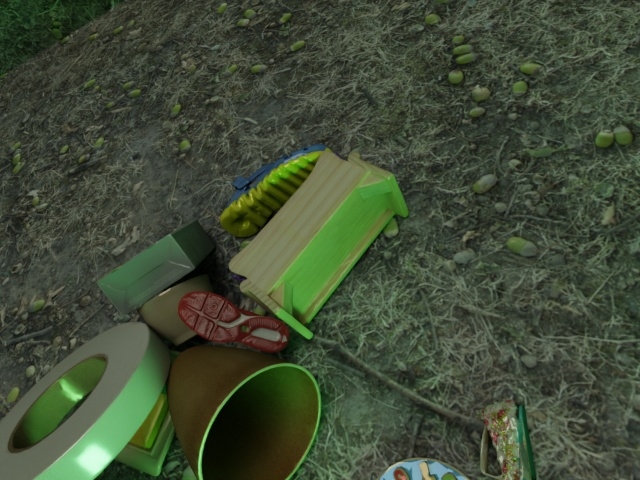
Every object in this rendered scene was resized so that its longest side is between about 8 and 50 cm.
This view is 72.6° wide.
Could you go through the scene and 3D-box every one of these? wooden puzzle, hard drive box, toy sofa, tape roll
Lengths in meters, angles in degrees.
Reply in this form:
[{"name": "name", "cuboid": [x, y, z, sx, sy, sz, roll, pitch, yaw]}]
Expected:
[{"name": "wooden puzzle", "cuboid": [-0.386, 0.345, 0.930, 0.221, 0.044, 0.238, 6, 66, 24]}, {"name": "hard drive box", "cuboid": [-0.351, 0.049, 0.970, 0.181, 0.232, 0.089, -33, 100, 2]}, {"name": "toy sofa", "cuboid": [0.000, 0.000, 0.899, 0.177, 0.150, 0.362, 32, 78, 37]}, {"name": "tape roll", "cuboid": [-0.462, 0.317, 0.815, 0.392, 0.072, 0.392, -26, 26, 14]}]

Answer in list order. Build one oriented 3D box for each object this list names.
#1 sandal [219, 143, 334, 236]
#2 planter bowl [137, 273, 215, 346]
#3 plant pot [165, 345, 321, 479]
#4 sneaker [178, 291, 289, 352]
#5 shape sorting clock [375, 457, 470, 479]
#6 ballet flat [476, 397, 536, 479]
[{"name": "sandal", "cuboid": [-0.108, -0.138, 1.016, 0.317, 0.126, 0.138, -26, 46, 21]}, {"name": "planter bowl", "cuboid": [-0.292, 0.159, 0.939, 0.162, 0.162, 0.109, -29, 85, 5]}, {"name": "plant pot", "cuboid": [-0.169, 0.287, 0.784, 0.254, 0.237, 0.237, 16, 69, 46]}, {"name": "sneaker", "cuboid": [-0.170, 0.172, 0.874, 0.221, 0.128, 0.087, 23, 74, 3]}, {"name": "shape sorting clock", "cuboid": [0.160, 0.442, 0.658, 0.206, 0.040, 0.206, -9, 60, 17]}, {"name": "ballet flat", "cuboid": [0.278, 0.357, 0.638, 0.077, 0.091, 0.240, -15, 49, 26]}]
